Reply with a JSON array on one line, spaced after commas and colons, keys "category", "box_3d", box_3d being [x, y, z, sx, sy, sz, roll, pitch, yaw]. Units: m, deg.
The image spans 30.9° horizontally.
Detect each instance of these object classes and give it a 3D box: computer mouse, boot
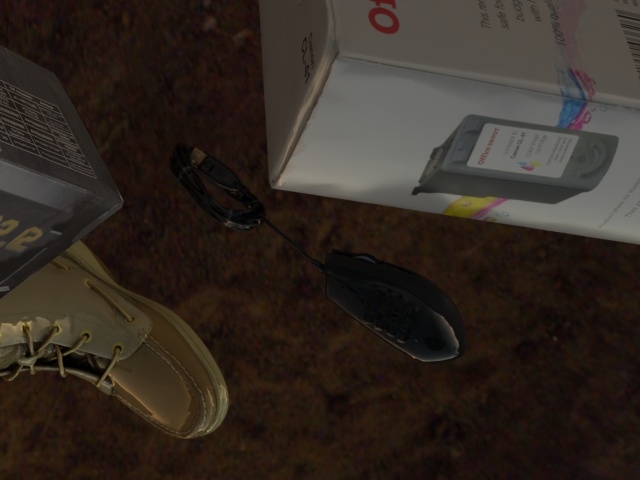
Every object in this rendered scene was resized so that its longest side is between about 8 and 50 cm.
[{"category": "computer mouse", "box_3d": [0.000, 0.000, 0.775, 0.242, 0.071, 0.041, 34, 114, 6]}, {"category": "boot", "box_3d": [-0.218, 0.090, 0.930, 0.262, 0.203, 0.095, 41, 118, 13]}]

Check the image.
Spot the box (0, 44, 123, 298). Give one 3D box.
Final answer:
[{"category": "box", "box_3d": [-0.181, 0.001, 0.268, 0.183, 0.056, 0.231, -36, 161, 12]}]

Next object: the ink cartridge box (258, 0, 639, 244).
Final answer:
[{"category": "ink cartridge box", "box_3d": [0.121, -0.130, 0.765, 0.306, 0.226, 0.131, 7, 140, -16]}]
